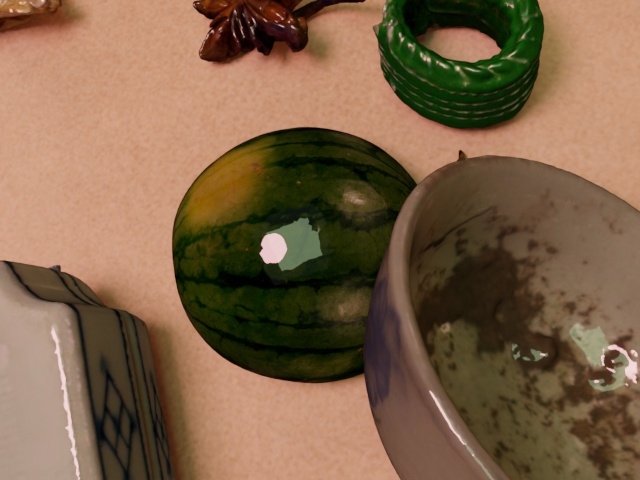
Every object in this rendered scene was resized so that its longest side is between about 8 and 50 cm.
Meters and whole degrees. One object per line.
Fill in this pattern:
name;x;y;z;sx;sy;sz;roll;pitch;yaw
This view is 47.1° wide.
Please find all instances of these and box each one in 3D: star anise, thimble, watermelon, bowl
star anise;-0.028;-0.201;0.630;0.191;0.070;0.097;4;75;32
thimble;0.109;-0.156;0.585;0.130;0.090;0.118;8;76;12
watermelon;-0.008;0.002;0.555;0.232;0.127;0.204;5;75;7
bowl;0.139;0.099;0.466;0.289;0.146;0.289;17;46;-18

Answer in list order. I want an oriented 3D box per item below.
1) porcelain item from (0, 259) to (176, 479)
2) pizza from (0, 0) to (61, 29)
porcelain item;-0.259;0.174;0.549;0.282;0.157;0.285;-18;75;9
pizza;-0.323;-0.247;0.705;0.194;0.069;0.154;22;83;14
